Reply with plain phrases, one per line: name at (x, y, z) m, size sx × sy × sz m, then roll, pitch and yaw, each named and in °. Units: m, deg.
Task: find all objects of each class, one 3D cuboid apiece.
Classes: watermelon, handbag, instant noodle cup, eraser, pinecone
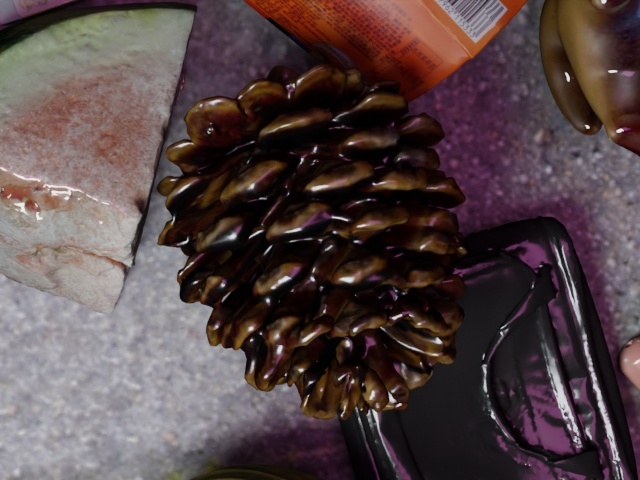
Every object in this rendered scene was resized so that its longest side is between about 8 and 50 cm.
watermelon at (-0.215, -0.069, 0.990) m, size 0.310 × 0.193 × 0.231 m, roll -22°, pitch 76°, yaw -19°
handbag at (0.134, 0.134, 1.061) m, size 0.244 × 0.088 × 0.275 m, roll -17°, pitch 93°, yaw -10°
instant noodle cup at (0.047, -0.232, 0.960) m, size 0.192 × 0.250 × 0.250 m, roll 44°, pitch 86°, yaw -15°
eraser at (-0.224, -0.201, 1.015) m, size 0.083 × 0.019 × 0.038 m, roll -14°, pitch 97°, yaw 17°
pinecone at (0.000, 0.000, 0.913) m, size 0.224 × 0.224 × 0.272 m, roll -16°, pitch 74°, yaw -7°

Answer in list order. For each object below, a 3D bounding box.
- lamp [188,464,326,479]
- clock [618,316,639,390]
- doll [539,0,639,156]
lamp at (-0.057, 0.297, 0.938) m, size 0.250 × 0.284 × 0.250 m, roll 4°, pitch 98°, yaw 27°
clock at (0.367, 0.062, 1.009) m, size 0.227 × 0.241 × 0.142 m, roll -45°, pitch 94°, yaw -3°
doll at (0.339, -0.166, 0.988) m, size 0.340 × 0.318 × 0.209 m, roll -14°, pitch 64°, yaw -12°
